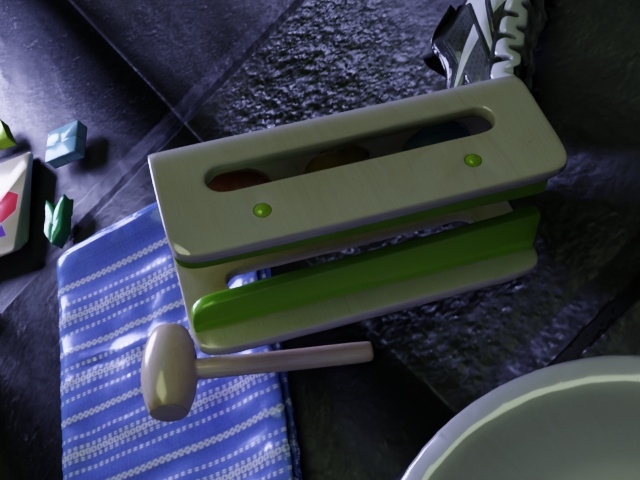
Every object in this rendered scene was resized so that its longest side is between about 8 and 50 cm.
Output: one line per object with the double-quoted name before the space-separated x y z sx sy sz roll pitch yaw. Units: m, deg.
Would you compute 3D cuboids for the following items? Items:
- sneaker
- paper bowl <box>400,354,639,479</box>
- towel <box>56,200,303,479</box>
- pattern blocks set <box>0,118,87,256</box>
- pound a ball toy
"sneaker" 0.142 -0.187 0.742 0.106 0.078 0.234 0 66 28
"paper bowl" 0.172 0.216 0.451 0.284 0.148 0.284 -14 58 23
"towel" -0.146 0.103 0.774 0.243 0.040 0.336 -25 54 17
"pattern blocks set" -0.413 -0.020 1.008 0.324 0.026 0.286 -9 60 26
"pound a ball toy" 0.000 0.000 0.650 0.319 0.208 0.136 -14 53 -9
